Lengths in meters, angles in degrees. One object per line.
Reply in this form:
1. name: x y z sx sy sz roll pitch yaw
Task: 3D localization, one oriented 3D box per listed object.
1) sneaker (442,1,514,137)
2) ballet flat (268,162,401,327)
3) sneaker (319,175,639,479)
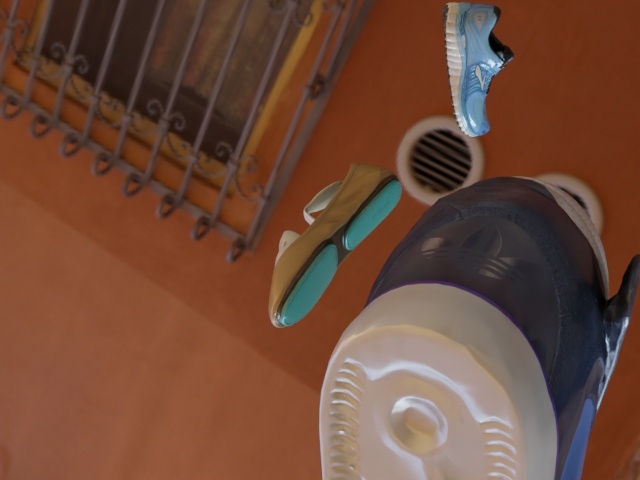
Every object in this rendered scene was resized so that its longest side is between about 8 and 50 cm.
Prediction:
1. sneaker: 0.175 -0.182 0.978 0.073 0.162 0.063 -6 -139 10
2. ballet flat: 0.000 0.000 0.973 0.073 0.080 0.232 27 -124 24
3. sneaker: 0.084 0.126 0.475 0.130 0.323 0.236 11 -154 22
